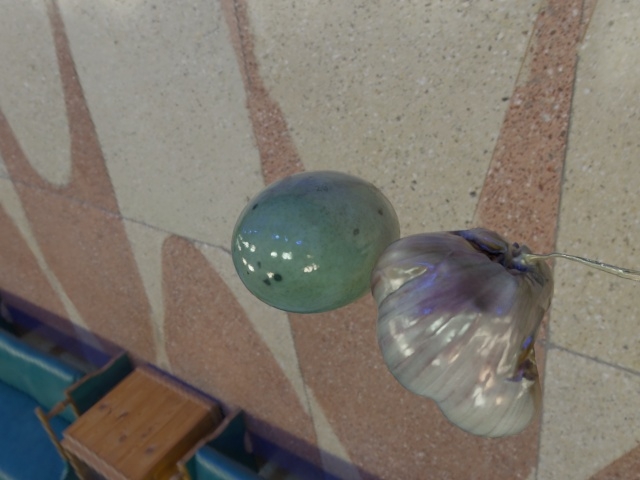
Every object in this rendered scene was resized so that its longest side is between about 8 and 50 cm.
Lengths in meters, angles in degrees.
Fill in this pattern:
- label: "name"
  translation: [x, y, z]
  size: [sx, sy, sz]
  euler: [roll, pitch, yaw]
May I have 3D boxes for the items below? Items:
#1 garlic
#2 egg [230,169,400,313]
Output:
- label: "garlic"
  translation: [0.184, 0.066, 0.625]
  size: [0.256, 0.207, 0.207]
  euler: [-18, 110, 14]
- label: "egg"
  translation: [0.000, 0.000, 0.771]
  size: [0.169, 0.236, 0.169]
  euler: [5, 98, 40]
